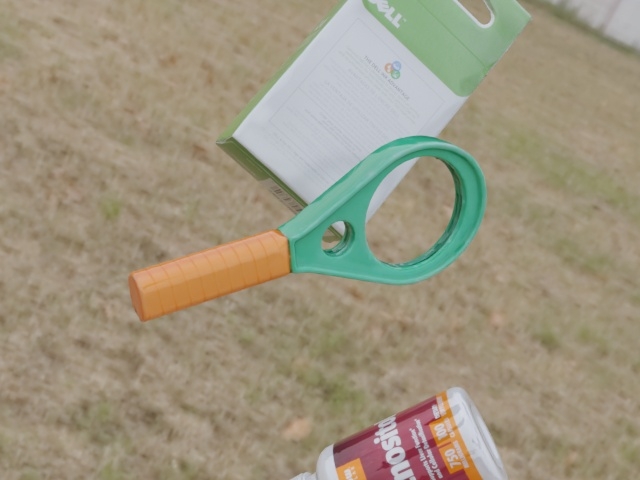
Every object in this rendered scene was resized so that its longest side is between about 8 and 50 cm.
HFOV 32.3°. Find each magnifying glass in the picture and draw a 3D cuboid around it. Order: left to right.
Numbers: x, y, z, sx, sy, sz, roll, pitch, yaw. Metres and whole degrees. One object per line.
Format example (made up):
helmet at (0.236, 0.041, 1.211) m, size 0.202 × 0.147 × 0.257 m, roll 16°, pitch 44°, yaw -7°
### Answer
magnifying glass at (0.000, 0.000, 0.645) m, size 0.231 × 0.092 × 0.026 m, roll -17°, pitch 29°, yaw -23°

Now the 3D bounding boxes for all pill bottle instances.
pill bottle at (0.053, 0.175, 0.804) m, size 0.086 × 0.152 × 0.086 m, roll 60°, pitch 9°, yaw -16°

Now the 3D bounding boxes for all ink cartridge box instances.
ink cartridge box at (0.037, -0.111, 0.768) m, size 0.109 × 0.209 × 0.062 m, roll 42°, pitch -10°, yaw -12°
